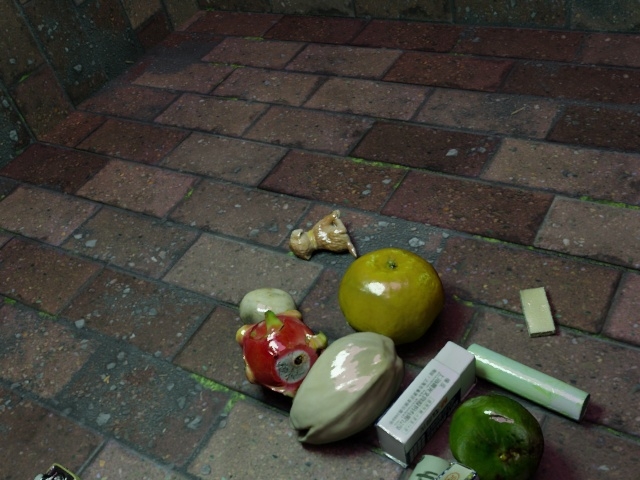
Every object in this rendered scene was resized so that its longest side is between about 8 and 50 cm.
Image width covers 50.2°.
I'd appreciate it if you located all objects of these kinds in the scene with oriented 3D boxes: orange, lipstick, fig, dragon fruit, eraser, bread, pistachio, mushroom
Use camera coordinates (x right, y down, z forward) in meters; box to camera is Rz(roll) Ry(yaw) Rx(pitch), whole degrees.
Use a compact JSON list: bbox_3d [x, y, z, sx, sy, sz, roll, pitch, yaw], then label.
[{"bbox_3d":[0.185,0.150,1.801,0.279,0.235,0.279,-2,32,1],"label":"orange"},{"bbox_3d":[0.479,0.331,1.624,0.304,0.076,0.076,20,53,34],"label":"lipstick"},{"bbox_3d":[0.392,0.417,1.503,0.203,0.203,0.235,3,12,20],"label":"fig"},{"bbox_3d":[-0.099,0.287,1.761,0.224,0.224,0.227,-26,28,-11],"label":"dragon fruit"},{"bbox_3d":[0.252,0.381,1.602,0.086,0.130,0.287,27,56,35],"label":"eraser"},{"bbox_3d":[0.566,0.186,1.787,0.068,0.028,0.154,-9,43,9],"label":"bread"},{"bbox_3d":[0.056,0.356,1.643,0.332,0.208,0.226,-46,16,-4],"label":"pistachio"},{"bbox_3d":[-0.146,0.203,1.929,0.166,0.127,0.166,4,26,-2],"label":"mushroom"}]

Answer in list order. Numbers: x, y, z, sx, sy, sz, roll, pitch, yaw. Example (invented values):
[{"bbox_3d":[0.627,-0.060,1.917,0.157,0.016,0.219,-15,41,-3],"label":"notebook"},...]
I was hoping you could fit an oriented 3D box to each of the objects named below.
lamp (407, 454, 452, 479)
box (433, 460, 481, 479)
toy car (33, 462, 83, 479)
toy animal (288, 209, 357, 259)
[{"bbox_3d":[0.217,0.564,1.424,0.121,0.121,0.215,11,57,27],"label":"lamp"},{"bbox_3d":[0.217,0.607,1.312,0.310,0.198,0.084,-36,13,-20],"label":"box"},{"bbox_3d":[-0.652,0.661,1.595,0.101,0.124,0.257,17,61,32],"label":"toy car"},{"bbox_3d":[0.002,0.015,2.103,0.185,0.104,0.184,-18,48,-9],"label":"toy animal"}]
